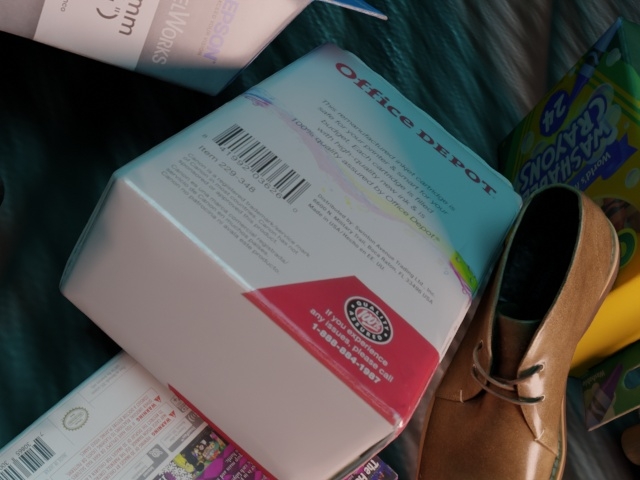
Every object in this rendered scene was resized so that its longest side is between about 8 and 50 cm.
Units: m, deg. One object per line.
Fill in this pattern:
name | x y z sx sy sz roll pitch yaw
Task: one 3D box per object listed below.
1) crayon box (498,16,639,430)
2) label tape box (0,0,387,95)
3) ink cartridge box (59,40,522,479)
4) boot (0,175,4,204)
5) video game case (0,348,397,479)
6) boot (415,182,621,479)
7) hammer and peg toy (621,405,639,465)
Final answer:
crayon box | 0.258 -0.017 0.706 0.083 0.203 0.322 16 54 -16
label tape box | -0.149 -0.218 0.630 0.334 0.105 0.240 12 25 -31
ink cartridge box | 0.000 0.000 0.583 0.226 0.131 0.306 41 37 3
boot | -0.423 -0.114 0.481 0.378 0.138 0.284 -9 66 -34
video game case | -0.089 0.171 0.522 0.210 0.042 0.232 43 51 5
boot | 0.130 0.101 0.561 0.112 0.115 0.305 17 83 28
hammer and peg toy | 0.447 0.269 0.666 0.266 0.127 0.361 -14 70 -32
